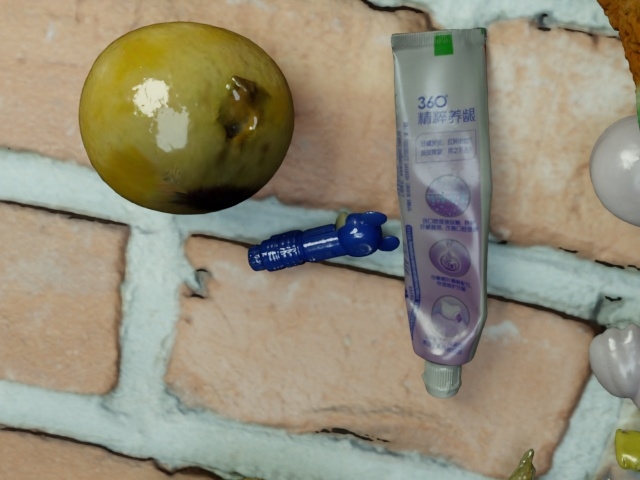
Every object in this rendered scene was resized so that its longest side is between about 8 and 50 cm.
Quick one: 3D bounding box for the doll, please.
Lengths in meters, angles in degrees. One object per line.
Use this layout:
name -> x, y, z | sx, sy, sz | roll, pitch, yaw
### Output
doll -> 0.283, 0.027, 0.705 | 0.160, 0.094, 0.365 | -2, 112, 15

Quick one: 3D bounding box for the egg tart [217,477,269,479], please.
egg tart -> -0.057, 0.302, 0.847 | 0.241, 0.106, 0.241 | 2, 111, 7

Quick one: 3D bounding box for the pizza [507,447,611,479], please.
pizza -> 0.181, 0.296, 0.858 | 0.181, 0.034, 0.262 | 6, 114, 3

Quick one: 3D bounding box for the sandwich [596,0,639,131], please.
sandwich -> 0.272, -0.171, 0.582 | 0.212, 0.109, 0.292 | 33, 79, 6

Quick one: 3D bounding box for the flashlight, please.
flashlight -> 0.000, 0.000, 0.754 | 0.121, 0.035, 0.057 | -12, 145, 16

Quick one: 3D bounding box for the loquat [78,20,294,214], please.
loquat -> -0.094, -0.085, 0.664 | 0.163, 0.163, 0.137 | -12, 102, 10

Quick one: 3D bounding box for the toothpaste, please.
toothpaste -> 0.095, -0.013, 0.730 | 0.075, 0.048, 0.301 | -1, 112, 5
